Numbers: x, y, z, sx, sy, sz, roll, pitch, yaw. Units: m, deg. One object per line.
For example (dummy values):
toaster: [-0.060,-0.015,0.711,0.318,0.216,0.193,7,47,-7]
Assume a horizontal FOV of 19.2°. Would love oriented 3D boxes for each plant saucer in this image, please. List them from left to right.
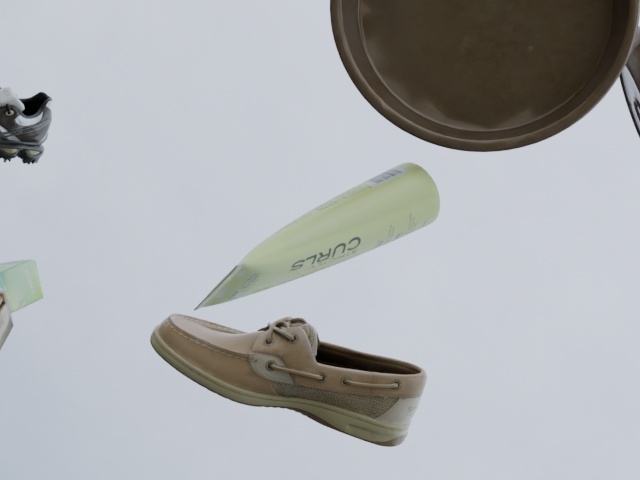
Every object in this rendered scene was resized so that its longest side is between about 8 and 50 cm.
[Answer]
plant saucer: [0.147,-0.211,1.705,0.278,0.278,0.041,47,-4,11]
plant saucer: [0.392,-0.155,2.232,0.198,0.036,0.198,-21,90,-87]

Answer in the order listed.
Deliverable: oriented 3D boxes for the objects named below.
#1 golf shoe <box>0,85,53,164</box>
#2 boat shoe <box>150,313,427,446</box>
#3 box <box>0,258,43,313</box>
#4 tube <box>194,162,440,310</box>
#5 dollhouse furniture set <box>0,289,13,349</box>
golf shoe: [-0.397,-0.144,2.185,0.077,0.198,0.094,47,-58,32]
boat shoe: [-0.039,0.145,2.333,0.341,0.110,0.121,19,18,-7]
box: [-0.509,0.100,2.195,0.232,0.322,0.058,-7,-76,32]
tube: [0.000,0.000,1.631,0.062,0.240,0.070,27,-51,40]
dollhouse furniture set: [-0.308,0.057,1.243,0.182,0.161,0.101,-80,162,-67]
